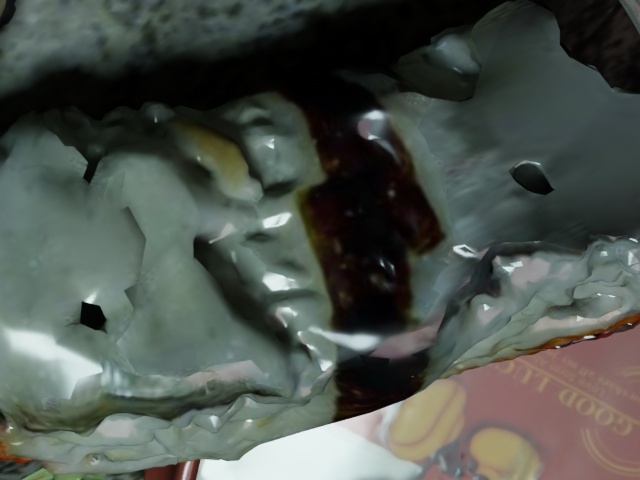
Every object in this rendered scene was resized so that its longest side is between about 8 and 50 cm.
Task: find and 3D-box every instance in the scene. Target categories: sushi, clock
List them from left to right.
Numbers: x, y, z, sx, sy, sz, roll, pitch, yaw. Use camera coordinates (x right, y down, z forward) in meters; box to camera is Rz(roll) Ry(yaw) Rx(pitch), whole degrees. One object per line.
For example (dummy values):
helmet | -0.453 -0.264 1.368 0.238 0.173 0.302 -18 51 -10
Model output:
sushi | 0.000 0.000 0.534 0.332 0.124 0.130 -15 159 -7
clock | 0.079 0.116 0.683 0.319 0.080 0.318 -1 105 -3

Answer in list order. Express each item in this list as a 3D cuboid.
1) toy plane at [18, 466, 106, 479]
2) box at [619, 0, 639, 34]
toy plane | -0.105 0.085 0.696 0.102 0.040 0.111 -6 144 -34
box | 0.269 -0.063 0.559 0.190 0.225 0.297 -40 146 23
